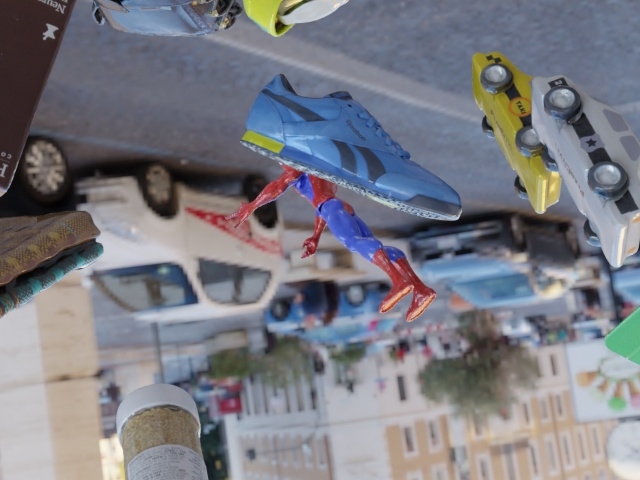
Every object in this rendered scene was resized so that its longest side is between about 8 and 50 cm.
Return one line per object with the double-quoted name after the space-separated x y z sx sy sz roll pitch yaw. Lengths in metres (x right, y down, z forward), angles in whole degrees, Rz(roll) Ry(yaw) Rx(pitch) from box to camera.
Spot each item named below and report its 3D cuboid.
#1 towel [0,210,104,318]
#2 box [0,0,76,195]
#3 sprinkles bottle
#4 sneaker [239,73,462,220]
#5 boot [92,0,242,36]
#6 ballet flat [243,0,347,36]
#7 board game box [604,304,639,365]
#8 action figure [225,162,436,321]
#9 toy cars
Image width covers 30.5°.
-0.319 0.061 0.577 0.370 0.040 0.271 -4 -157 35 "towel"
-0.452 -0.263 1.560 0.191 0.381 0.143 21 169 -20 "box"
-0.209 0.353 1.611 0.121 0.121 0.355 -7 -145 -10 "sprinkles bottle"
0.033 -0.083 1.002 0.209 0.082 0.069 24 177 19 "sneaker"
-0.119 -0.251 1.006 0.263 0.091 0.229 3 161 21 "boot"
0.027 -0.287 1.215 0.231 0.077 0.077 -32 149 6 "ballet flat"
0.349 0.089 0.866 0.259 0.039 0.124 24 135 -13 "board game box"
0.000 0.000 1.376 0.139 0.280 0.091 -44 147 15 "action figure"
0.256 -0.105 1.215 0.087 0.176 0.394 -21 -162 -3 "toy cars"
